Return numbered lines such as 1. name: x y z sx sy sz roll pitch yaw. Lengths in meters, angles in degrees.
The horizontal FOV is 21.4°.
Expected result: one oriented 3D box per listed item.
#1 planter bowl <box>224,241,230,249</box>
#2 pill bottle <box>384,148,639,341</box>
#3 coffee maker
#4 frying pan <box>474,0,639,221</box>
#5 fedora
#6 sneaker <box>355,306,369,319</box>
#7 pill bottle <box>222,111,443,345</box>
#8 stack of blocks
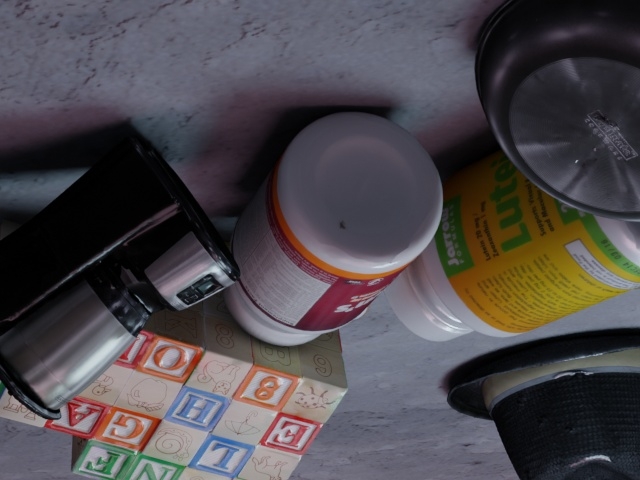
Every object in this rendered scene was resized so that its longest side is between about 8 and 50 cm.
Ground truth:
1. planter bowl: -0.128 0.078 1.488 0.217 0.090 0.217 -6 161 -2
2. pill bottle: 0.162 -0.006 1.284 0.136 0.136 0.246 9 155 -40
3. coffee maker: -0.172 0.009 1.185 0.178 0.171 0.120 -38 -174 -1
4. frying pan: 0.243 -0.081 1.039 0.326 0.053 0.197 1 134 32
5. fedora: 0.305 0.222 1.970 0.334 0.152 0.334 -6 161 -2
6. sneaker: 0.015 0.039 1.500 0.067 0.042 0.118 -5 154 -19
7. pill bottle: 0.000 0.000 1.262 0.121 0.121 0.221 -1 160 -18
8. stack of blocks: -0.150 0.110 1.373 0.297 0.087 0.171 18 125 -21
